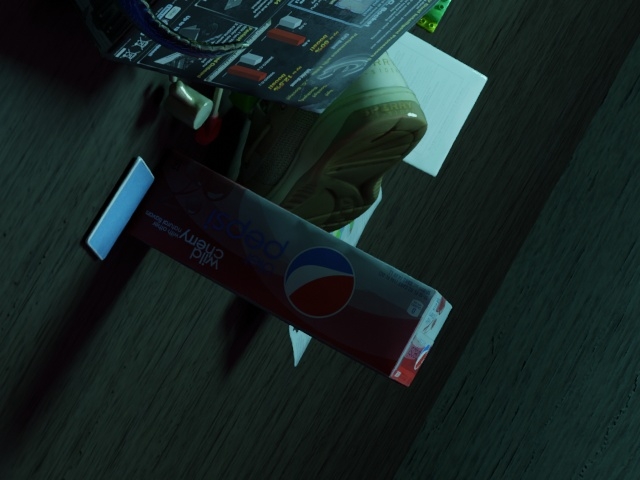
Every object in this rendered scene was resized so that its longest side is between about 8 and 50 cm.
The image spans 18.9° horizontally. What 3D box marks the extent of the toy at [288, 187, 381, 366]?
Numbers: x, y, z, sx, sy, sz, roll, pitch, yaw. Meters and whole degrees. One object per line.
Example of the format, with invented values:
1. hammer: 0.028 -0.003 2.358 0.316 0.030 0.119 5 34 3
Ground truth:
1. toy: 0.000 0.000 2.050 0.237 0.056 0.137 -60 161 -28

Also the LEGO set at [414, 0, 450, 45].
1. LEGO set: 0.101 -0.260 1.868 0.227 0.087 0.093 -61 180 -5

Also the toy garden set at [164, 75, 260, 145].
1. toy garden set: -0.072 -0.180 1.533 0.204 0.049 0.244 -52 166 -24

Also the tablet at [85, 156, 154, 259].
1. tablet: -0.164 -0.026 1.571 0.083 0.006 0.054 -58 164 -11

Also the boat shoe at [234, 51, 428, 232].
1. boat shoe: -0.007 -0.084 1.714 0.122 0.110 0.341 -10 163 -28

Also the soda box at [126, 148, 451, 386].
1. soda box: -0.026 0.024 1.612 0.083 0.263 0.092 -61 164 -3

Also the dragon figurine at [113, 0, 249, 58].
1. dragon figurine: -0.129 -0.200 1.032 0.144 0.289 0.085 -17 -151 55

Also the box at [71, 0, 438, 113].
1. box: 0.014 -0.226 1.309 0.307 0.076 0.242 -43 151 26

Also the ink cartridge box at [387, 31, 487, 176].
1. ink cartridge box: 0.041 -0.155 1.797 0.109 0.209 0.062 -62 -154 4
